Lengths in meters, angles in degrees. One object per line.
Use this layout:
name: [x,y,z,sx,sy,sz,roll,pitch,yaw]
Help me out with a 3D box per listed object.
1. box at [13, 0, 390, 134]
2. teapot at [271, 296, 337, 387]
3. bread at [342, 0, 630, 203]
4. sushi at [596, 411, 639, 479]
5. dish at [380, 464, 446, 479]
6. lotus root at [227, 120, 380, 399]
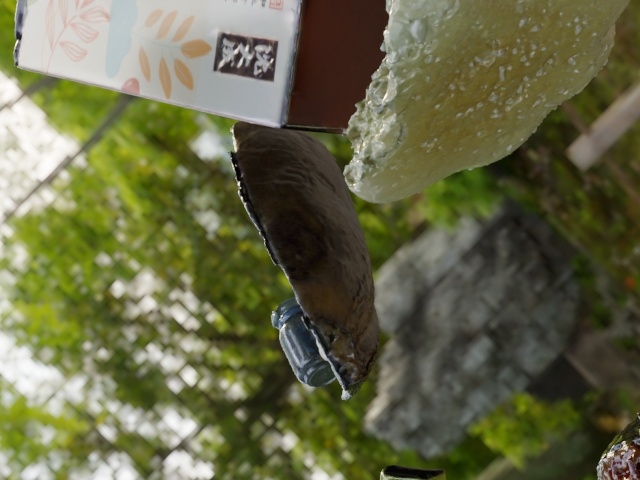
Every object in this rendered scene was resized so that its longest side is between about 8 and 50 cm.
box: [-0.073,-0.276,1.303,0.122,0.344,0.385,2,-170,-40]
teapot: [-0.004,0.093,1.601,0.049,0.063,0.083,99,151,-51]
bread: [0.102,-0.106,0.984,0.251,0.181,0.039,102,145,-61]
sushi: [0.375,0.275,1.522,0.343,0.196,0.182,57,-145,-8]
dish: [0.044,0.285,1.080,0.221,0.262,0.108,38,-146,8]
lotus root: [0.001,0.000,1.316,0.167,0.078,0.329,60,-177,-29]
